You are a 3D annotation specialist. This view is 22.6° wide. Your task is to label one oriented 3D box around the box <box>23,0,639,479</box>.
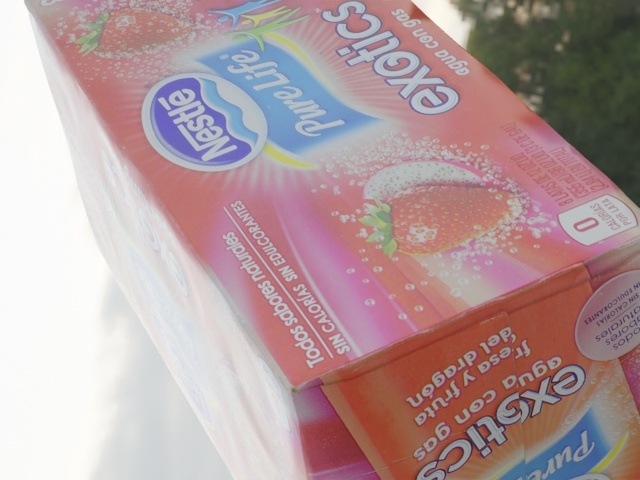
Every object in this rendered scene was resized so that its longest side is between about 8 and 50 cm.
[{"bbox_3d":[0.000,0.000,0.662,0.300,0.142,0.154,52,159,47],"label":"box"}]
